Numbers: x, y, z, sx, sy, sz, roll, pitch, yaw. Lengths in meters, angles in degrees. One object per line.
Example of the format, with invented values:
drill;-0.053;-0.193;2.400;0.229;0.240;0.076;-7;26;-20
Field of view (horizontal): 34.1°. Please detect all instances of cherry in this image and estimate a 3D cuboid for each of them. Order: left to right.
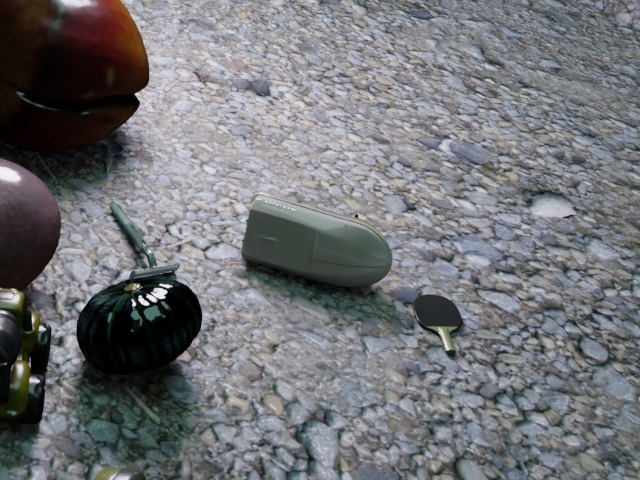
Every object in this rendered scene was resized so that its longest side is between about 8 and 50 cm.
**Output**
cherry;-0.557;-0.010;1.654;0.261;0.221;0.308;14;54;6

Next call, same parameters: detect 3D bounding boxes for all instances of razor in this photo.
razor;-0.333;-0.008;1.867;0.084;0.036;0.211;-9;41;-30

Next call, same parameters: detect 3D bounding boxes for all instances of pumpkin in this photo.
pumpkin;-0.278;0.128;1.601;0.194;0.150;0.194;6;38;-5

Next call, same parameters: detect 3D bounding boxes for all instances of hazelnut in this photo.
hazelnut;-0.550;-0.378;2.018;0.429;0.402;0.402;15;34;23

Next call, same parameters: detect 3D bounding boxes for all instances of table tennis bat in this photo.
table tennis bat;0.212;0.146;1.847;0.086;0.013;0.156;5;36;-12

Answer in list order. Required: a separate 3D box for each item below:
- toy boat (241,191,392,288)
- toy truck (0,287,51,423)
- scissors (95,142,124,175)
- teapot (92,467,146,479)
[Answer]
toy boat;-0.006;0.001;1.883;0.269;0.141;0.141;11;36;-6
toy truck;-0.464;0.153;1.495;0.147;0.165;0.224;5;36;-9
scissors;-0.420;-0.163;2.069;0.058;0.014;0.119;4;33;-11
teapot;-0.262;0.372;1.316;0.119;0.130;0.166;35;71;4
